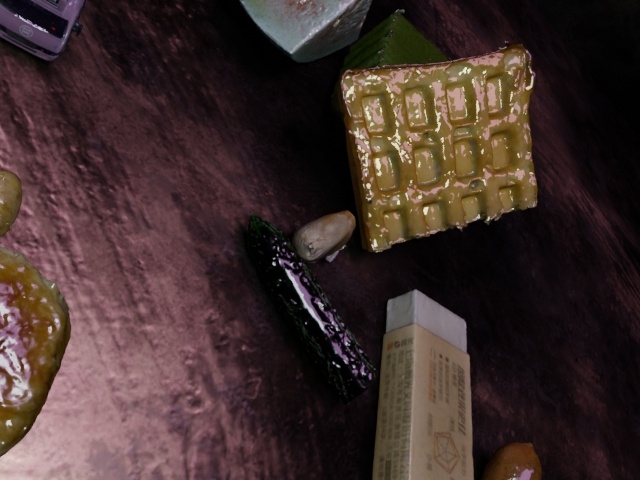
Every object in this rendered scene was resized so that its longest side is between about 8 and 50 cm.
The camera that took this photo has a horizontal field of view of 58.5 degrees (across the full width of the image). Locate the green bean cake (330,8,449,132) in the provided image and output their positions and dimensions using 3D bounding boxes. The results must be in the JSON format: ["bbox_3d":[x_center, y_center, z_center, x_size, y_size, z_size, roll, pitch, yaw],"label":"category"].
[{"bbox_3d":[0.161,-0.274,1.109,0.250,0.156,0.246,36,49,-25],"label":"green bean cake"}]

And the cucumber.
[{"bbox_3d":[-0.023,0.092,0.803,0.300,0.072,0.072,56,42,-3],"label":"cucumber"}]

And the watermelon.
[{"bbox_3d":[0.016,-0.469,1.001,0.228,0.258,0.387,53,39,-12],"label":"watermelon"}]

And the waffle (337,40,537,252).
[{"bbox_3d":[0.205,-0.160,0.965,0.348,0.077,0.304,-12,101,-15],"label":"waffle"}]

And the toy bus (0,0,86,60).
[{"bbox_3d":[-0.326,-0.326,0.703,0.096,0.108,0.198,27,52,-32],"label":"toy bus"}]

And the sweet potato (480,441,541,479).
[{"bbox_3d":[0.280,0.444,0.885,0.097,0.097,0.291,44,49,-18],"label":"sweet potato"}]

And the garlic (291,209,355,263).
[{"bbox_3d":[-0.006,-0.004,0.860,0.066,0.084,0.152,44,39,14],"label":"garlic"}]

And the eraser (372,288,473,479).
[{"bbox_3d":[0.161,0.255,0.883,0.144,0.078,0.343,33,48,-28],"label":"eraser"}]

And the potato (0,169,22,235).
[{"bbox_3d":[-0.338,-0.037,0.587,0.051,0.040,0.083,34,49,-39],"label":"potato"}]

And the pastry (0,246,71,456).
[{"bbox_3d":[-0.318,0.097,0.494,0.182,0.093,0.192,21,59,-37],"label":"pastry"}]
